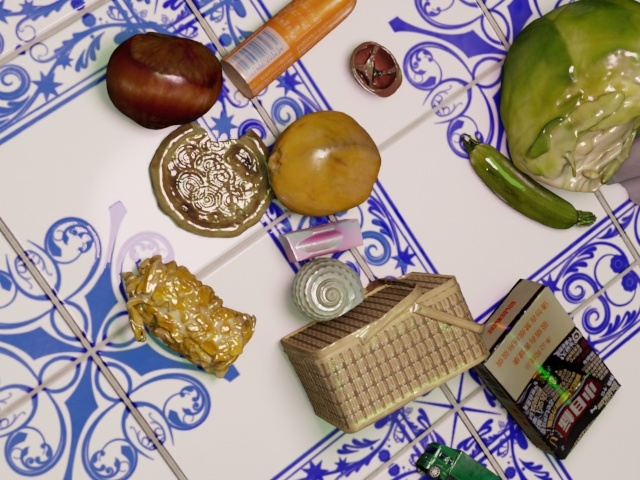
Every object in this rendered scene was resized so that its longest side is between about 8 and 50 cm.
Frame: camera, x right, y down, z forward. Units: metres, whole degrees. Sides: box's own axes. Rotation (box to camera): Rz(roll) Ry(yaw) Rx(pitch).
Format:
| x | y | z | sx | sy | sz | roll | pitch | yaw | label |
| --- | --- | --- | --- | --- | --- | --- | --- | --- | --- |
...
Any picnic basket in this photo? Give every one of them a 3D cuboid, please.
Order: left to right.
| x | y | z | sx | sy | sz | roll | pitch | yaw | label |
| --- | --- | --- | --- | --- | --- | --- | --- | --- | --- |
| 0.113 | 0.180 | 1.885 | 0.313 | 0.228 | 0.175 | -27 | 99 | -15 | picnic basket |

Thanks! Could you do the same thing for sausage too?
| x | y | z | sx | sy | sz | roll | pitch | yaw | label |
| --- | --- | --- | --- | --- | --- | --- | --- | --- | --- |
| -0.041 | -0.389 | 1.925 | 0.312 | 0.093 | 0.093 | -43 | 100 | -14 | sausage |

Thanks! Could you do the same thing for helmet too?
| x | y | z | sx | sy | sz | roll | pitch | yaw | label |
| --- | --- | --- | --- | --- | --- | --- | --- | --- | --- |
| 0.097 | -0.315 | 1.981 | 0.089 | 0.057 | 0.111 | -40 | 95 | -18 | helmet |

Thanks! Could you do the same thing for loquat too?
| x | y | z | sx | sy | sz | roll | pitch | yaw | label |
| --- | --- | --- | --- | --- | --- | --- | --- | --- | --- |
| 0.009 | -0.134 | 1.891 | 0.234 | 0.176 | 0.187 | -5 | 132 | -35 | loquat |

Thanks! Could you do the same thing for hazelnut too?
| x | y | z | sx | sy | sz | roll | pitch | yaw | label |
| --- | --- | --- | --- | --- | --- | --- | --- | --- | --- |
| -0.263 | -0.271 | 1.819 | 0.204 | 0.178 | 0.177 | -14 | 93 | -48 | hazelnut |

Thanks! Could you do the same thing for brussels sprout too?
| x | y | z | sx | sy | sz | roll | pitch | yaw | label |
| --- | --- | --- | --- | --- | --- | --- | --- | --- | --- |
| 0.497 | -0.283 | 1.988 | 0.276 | 0.315 | 0.371 | 10 | 112 | -40 | brussels sprout |

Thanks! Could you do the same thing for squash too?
| x | y | z | sx | sy | sz | roll | pitch | yaw | label |
| --- | --- | --- | --- | --- | --- | --- | --- | --- | --- |
| 0.396 | -0.097 | 2.060 | 0.318 | 0.071 | 0.080 | 32 | 99 | -11 | squash |

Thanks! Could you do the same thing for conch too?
| x | y | z | sx | sy | sz | roll | pitch | yaw | label |
| --- | --- | --- | --- | --- | --- | --- | --- | --- | --- |
| 0.014 | 0.079 | 1.880 | 0.135 | 0.153 | 0.102 | -1 | 118 | -11 | conch |

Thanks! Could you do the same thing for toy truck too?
| x | y | z | sx | sy | sz | roll | pitch | yaw | label |
| --- | --- | --- | --- | --- | --- | --- | --- | --- | --- |
| 0.256 | 0.442 | 2.003 | 0.147 | 0.065 | 0.079 | 35 | 76 | -13 | toy truck |

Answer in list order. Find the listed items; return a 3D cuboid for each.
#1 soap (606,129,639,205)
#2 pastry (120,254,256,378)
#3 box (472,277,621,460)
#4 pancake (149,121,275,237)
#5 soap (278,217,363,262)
| x | y | z | sx | sy | sz | roll | pitch | yaw | label |
| --- | --- | --- | --- | --- | --- | --- | --- | --- | --- |
| 0.795 | -0.150 | 1.999 | 0.350 | 0.435 | 0.213 | 39 | 73 | -9 | soap |
| -0.242 | 0.134 | 1.839 | 0.250 | 0.102 | 0.154 | 35 | 80 | -15 | pastry |
| 0.421 | 0.247 | 2.008 | 0.198 | 0.084 | 0.310 | -48 | 118 | -14 | box |
| -0.190 | -0.110 | 1.902 | 0.235 | 0.029 | 0.211 | 0 | 89 | -15 | pancake |
| 0.000 | 0.000 | 1.919 | 0.149 | 0.100 | 0.056 | -13 | 92 | -17 | soap |
